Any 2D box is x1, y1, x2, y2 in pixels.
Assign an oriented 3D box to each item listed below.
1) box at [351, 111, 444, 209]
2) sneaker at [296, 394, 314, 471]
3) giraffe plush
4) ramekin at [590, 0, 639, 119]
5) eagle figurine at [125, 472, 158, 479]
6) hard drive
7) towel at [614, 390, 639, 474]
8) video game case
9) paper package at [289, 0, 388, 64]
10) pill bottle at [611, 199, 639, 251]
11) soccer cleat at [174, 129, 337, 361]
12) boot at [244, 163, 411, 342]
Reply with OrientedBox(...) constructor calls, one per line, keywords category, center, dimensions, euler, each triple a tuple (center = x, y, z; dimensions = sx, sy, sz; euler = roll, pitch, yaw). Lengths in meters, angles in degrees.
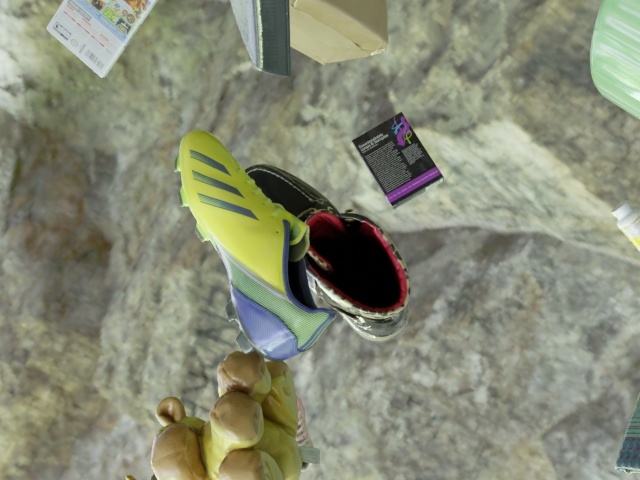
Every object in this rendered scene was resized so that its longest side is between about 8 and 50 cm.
OrientedBox(category="box", center=(0.149, -0.155, 1.842), dimensions=(0.116, 0.162, 0.029), euler=(-30, 164, -1))
OrientedBox(category="sneaker", center=(-0.037, 0.310, 1.521), dimensions=(0.070, 0.051, 0.134), euler=(-139, -141, -59))
OrientedBox(category="giraffe plush", center=(-0.115, 0.231, 1.072), dimensions=(0.171, 0.210, 0.181), euler=(-11, -127, 18))
OrientedBox(category="ramekin", center=(0.419, -0.243, 0.988), dimensions=(0.148, 0.303, 0.303), euler=(37, -82, 30))
OrientedBox(category="eagle figurine", center=(-0.174, 0.386, 1.225), dimensions=(0.226, 0.298, 0.225), euler=(-17, -117, 10))
OrientedBox(category="hard drive", center=(-0.092, -0.356, 1.279), dimensions=(0.172, 0.054, 0.254), euler=(91, -16, -53))
OrientedBox(category="towel", center=(0.605, 0.192, 1.449), dimensions=(0.271, 0.040, 0.370), euler=(-18, -137, 63))
OrientedBox(category="video game case", center=(-0.245, -0.258, 1.071), dimensions=(0.122, 0.087, 0.011), euler=(-49, 179, 23))
OrientedBox(category="paper package", center=(-0.017, -0.536, 1.774), dimensions=(0.168, 0.309, 0.324), euler=(-9, -104, 34))
OrientedBox(category="pill bottle", center=(0.473, -0.020, 1.416), dimensions=(0.043, 0.083, 0.043), euler=(-41, -179, 0))
OrientedBox(category="soccer cleat", center=(-0.067, -0.010, 1.026), dimensions=(0.121, 0.093, 0.289), euler=(-34, -115, 21))
OrientedBox(category="boot", center=(0.000, 0.000, 1.469), dimensions=(0.138, 0.377, 0.284), euler=(-41, 173, -6))
